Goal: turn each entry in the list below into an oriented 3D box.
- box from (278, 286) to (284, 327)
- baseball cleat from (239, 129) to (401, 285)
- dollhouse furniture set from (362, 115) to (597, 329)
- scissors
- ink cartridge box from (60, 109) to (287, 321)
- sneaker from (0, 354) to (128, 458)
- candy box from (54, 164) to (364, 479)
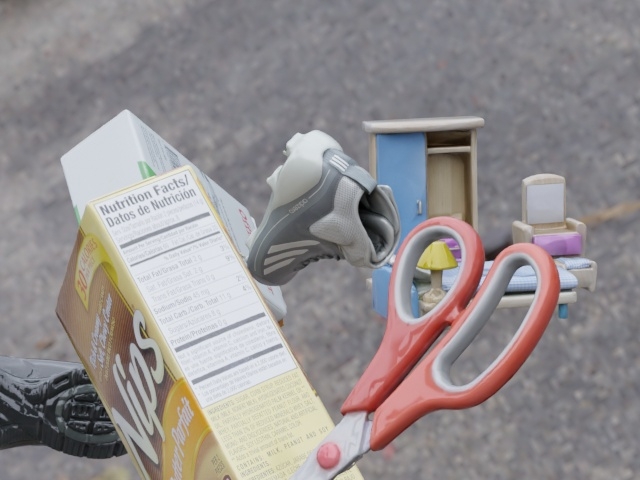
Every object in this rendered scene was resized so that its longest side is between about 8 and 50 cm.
[{"bbox_3d":[-0.095,0.036,1.999,0.028,0.081,0.136,-38,60,-23],"label":"box"},{"bbox_3d":[0.000,0.000,1.383,0.072,0.109,0.206,-48,-12,-23],"label":"baseball cleat"},{"bbox_3d":[0.196,-0.026,2.026,0.286,0.198,0.303,-4,9,-12],"label":"dollhouse furniture set"},{"bbox_3d":[0.024,0.115,1.039,0.109,0.021,0.297,36,92,36],"label":"scissors"},{"bbox_3d":[-0.136,-0.002,1.735,0.087,0.208,0.153,-35,47,14],"label":"ink cartridge box"},{"bbox_3d":[-0.284,0.159,1.780,0.286,0.109,0.130,8,1,11],"label":"sneaker"},{"bbox_3d":[-0.070,0.129,1.274,0.087,0.316,0.183,-22,-18,-25],"label":"candy box"}]
